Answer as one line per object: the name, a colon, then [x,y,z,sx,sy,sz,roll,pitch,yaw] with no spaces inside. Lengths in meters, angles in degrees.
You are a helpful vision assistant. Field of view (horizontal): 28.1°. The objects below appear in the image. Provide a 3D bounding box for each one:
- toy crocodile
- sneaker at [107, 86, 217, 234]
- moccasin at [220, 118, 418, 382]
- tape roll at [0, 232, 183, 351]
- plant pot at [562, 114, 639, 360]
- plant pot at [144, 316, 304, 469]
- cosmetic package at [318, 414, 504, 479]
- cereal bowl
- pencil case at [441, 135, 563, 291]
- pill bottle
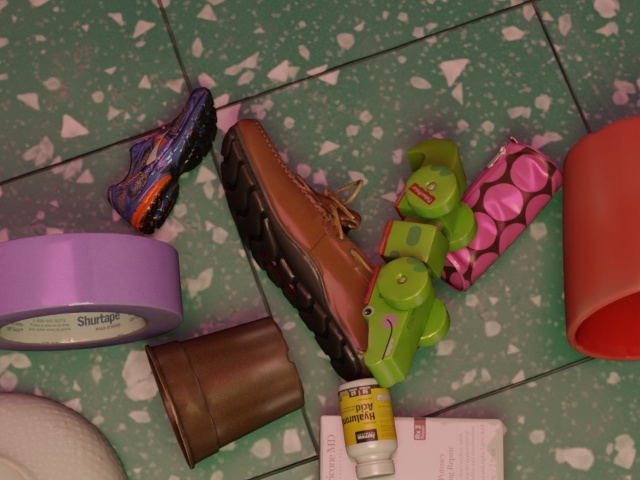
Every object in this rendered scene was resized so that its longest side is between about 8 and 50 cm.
toy crocodile: [0.116,0.019,1.592,0.105,0.115,0.340,7,64,27]
sneaker: [-0.215,-0.120,1.739,0.087,0.083,0.221,27,74,16]
moccasin: [0.001,-0.001,1.672,0.147,0.139,0.380,-30,75,-25]
tape roll: [-0.310,0.069,1.590,0.275,0.275,0.090,-7,76,0]
plant pot: [0.423,-0.009,1.606,0.275,0.275,0.243,-6,64,0]
plant pot: [-0.117,0.182,1.620,0.165,0.167,0.167,-20,76,-11]
cosmetic package: [0.113,0.284,1.620,0.231,0.085,0.117,0,75,1]
cereal bowl: [-0.405,0.351,1.590,0.339,0.141,0.339,0,76,1]
pencil case: [0.222,-0.035,1.697,0.098,0.095,0.209,45,79,-20]
pill bottle: [0.060,0.230,1.561,0.065,0.065,0.116,-9,74,0]
